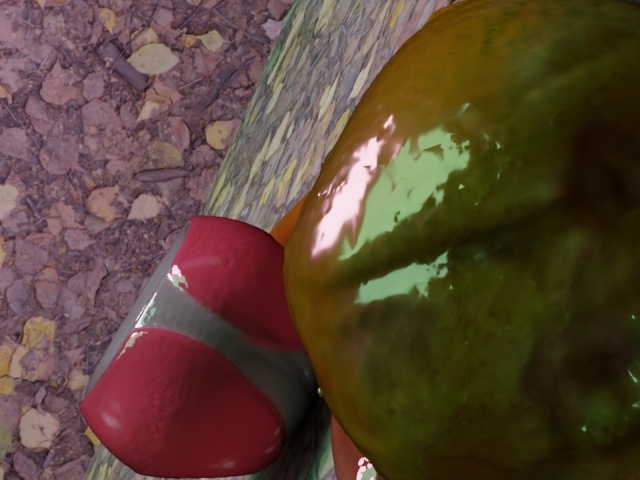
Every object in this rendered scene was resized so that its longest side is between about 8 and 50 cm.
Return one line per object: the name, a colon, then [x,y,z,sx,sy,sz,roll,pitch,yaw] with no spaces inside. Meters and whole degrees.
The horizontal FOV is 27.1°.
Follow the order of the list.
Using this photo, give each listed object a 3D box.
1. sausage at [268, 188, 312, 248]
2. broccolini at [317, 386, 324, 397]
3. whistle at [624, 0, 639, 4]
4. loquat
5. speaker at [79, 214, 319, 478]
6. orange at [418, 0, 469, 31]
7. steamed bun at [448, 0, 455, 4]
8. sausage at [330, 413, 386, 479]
sausage: [0.000,-0.001,1.531,0.274,0.105,0.105,-39,29,62]
broccolini: [0.067,0.075,1.155,0.218,0.042,0.044,-37,29,35]
whistle: [0.213,-0.181,0.970,0.142,0.134,0.346,18,92,68]
loquat: [0.116,0.016,0.646,0.276,0.276,0.284,-65,10,3]
speaker: [-0.125,0.113,1.446,0.294,0.294,0.294,-59,14,25]
orange: [0.137,-0.139,1.153,0.159,0.136,0.159,-57,14,22]
steamed bun: [0.169,-0.341,1.363,0.295,0.137,0.292,-33,8,24]
sausage: [0.044,0.174,1.089,0.077,0.077,0.194,-62,14,16]
